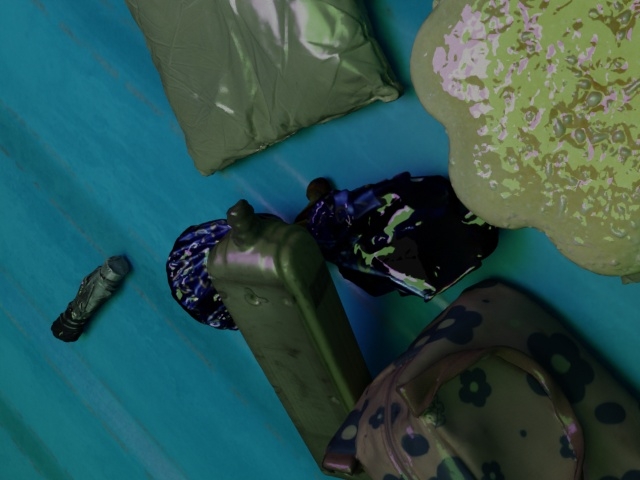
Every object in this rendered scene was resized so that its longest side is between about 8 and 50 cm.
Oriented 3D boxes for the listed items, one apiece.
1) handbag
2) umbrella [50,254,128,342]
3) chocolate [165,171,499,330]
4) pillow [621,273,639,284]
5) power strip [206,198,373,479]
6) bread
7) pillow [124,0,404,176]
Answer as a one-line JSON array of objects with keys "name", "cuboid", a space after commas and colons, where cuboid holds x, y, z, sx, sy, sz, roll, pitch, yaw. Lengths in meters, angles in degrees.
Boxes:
[{"name": "handbag", "cuboid": [0.148, 0.181, 0.622, 0.251, 0.193, 0.190, 46, 131, 16]}, {"name": "umbrella", "cuboid": [-0.320, 0.079, 1.027, 0.188, 0.046, 0.050, -44, 73, 38]}, {"name": "chocolate", "cuboid": [0.005, 0.000, 0.722, 0.343, 0.126, 0.148, -14, 57, 35]}, {"name": "pillow", "cuboid": [0.241, -0.086, 0.556, 0.148, 0.050, 0.229, -30, 90, 43]}, {"name": "power strip", "cuboid": [-0.008, 0.109, 0.698, 0.092, 0.066, 0.387, 2, 136, 27]}, {"name": "bread", "cuboid": [0.202, -0.121, 0.511, 0.316, 0.054, 0.316, 9, 108, 27]}, {"name": "pillow", "cuboid": [-0.083, -0.222, 0.731, 0.281, 0.076, 0.274, -16, 98, 39]}]
